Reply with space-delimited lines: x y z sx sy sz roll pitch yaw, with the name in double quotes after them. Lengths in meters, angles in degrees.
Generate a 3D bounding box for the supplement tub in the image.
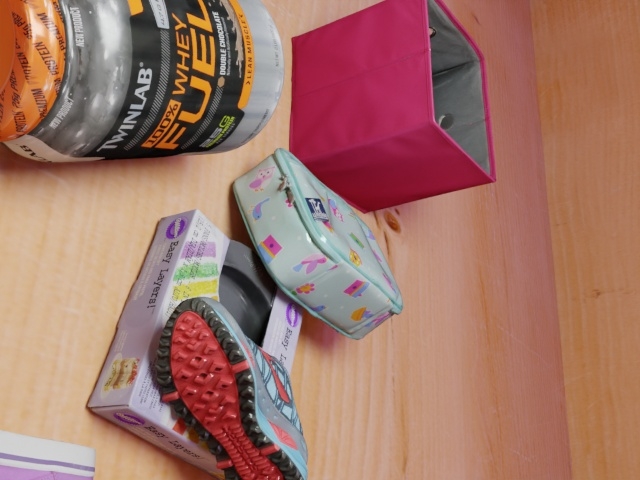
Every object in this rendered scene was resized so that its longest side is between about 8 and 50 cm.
-0.204 -0.185 0.725 0.338 0.207 0.207 -16 93 -58 "supplement tub"

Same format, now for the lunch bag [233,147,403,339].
0.000 0.000 1.029 0.279 0.108 0.224 42 21 -47 "lunch bag"

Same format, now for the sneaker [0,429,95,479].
-0.292 0.221 0.543 0.282 0.102 0.161 34 55 -49 "sneaker"

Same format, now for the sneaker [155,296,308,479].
-0.091 0.163 0.788 0.125 0.104 0.261 -77 148 -63 "sneaker"

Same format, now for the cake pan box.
-0.129 0.130 0.868 0.245 0.070 0.266 50 40 -40 "cake pan box"

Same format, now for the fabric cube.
0.123 -0.224 1.219 0.254 0.258 0.258 26 58 -51 "fabric cube"
